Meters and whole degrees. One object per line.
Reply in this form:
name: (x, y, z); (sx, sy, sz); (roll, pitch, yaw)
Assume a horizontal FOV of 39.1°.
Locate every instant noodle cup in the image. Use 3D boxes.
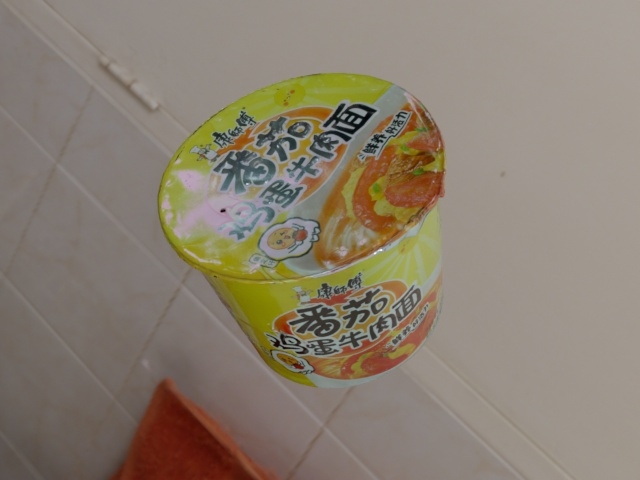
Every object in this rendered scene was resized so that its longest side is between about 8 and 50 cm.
instant noodle cup: (0.000, 0.000, 0.847); (0.264, 0.264, 0.200); (-40, 140, -20)
